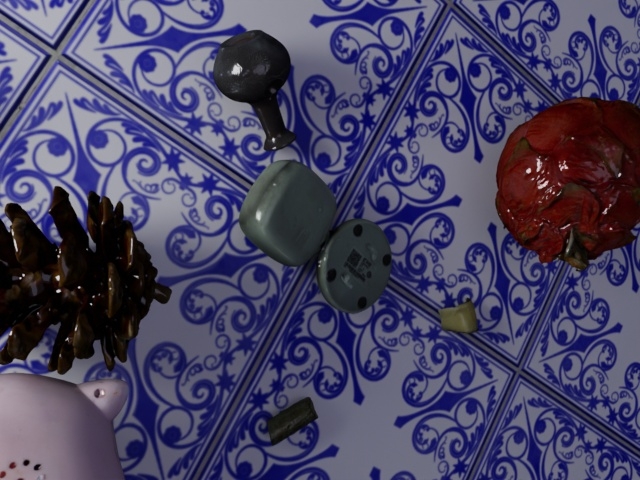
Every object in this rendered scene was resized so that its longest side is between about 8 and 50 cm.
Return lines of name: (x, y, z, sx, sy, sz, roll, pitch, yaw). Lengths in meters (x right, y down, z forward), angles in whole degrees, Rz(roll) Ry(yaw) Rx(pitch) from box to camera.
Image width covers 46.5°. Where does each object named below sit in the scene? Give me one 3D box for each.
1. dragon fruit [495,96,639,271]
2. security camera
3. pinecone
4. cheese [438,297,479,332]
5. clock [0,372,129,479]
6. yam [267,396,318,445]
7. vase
dragon fruit: (0.456, -0.113, 1.331, 0.277, 0.277, 0.343, 31, 63, -24)
security camera: (0.000, 0.000, 1.207, 0.301, 0.080, 0.157, 41, 70, -32)
pinecone: (-0.344, 0.049, 0.945, 0.309, 0.244, 0.244, -2, 92, -17)
cheese: (0.255, 0.141, 1.356, 0.084, 0.041, 0.060, -11, 98, -28)
clock: (-0.382, 0.340, 0.874, 0.368, 0.250, 0.377, 3, 69, 1)
yam: (-0.049, 0.290, 1.200, 0.094, 0.043, 0.043, -26, 102, -23)
vase: (-0.090, -0.224, 1.144, 0.120, 0.120, 0.183, -35, 124, -23)
